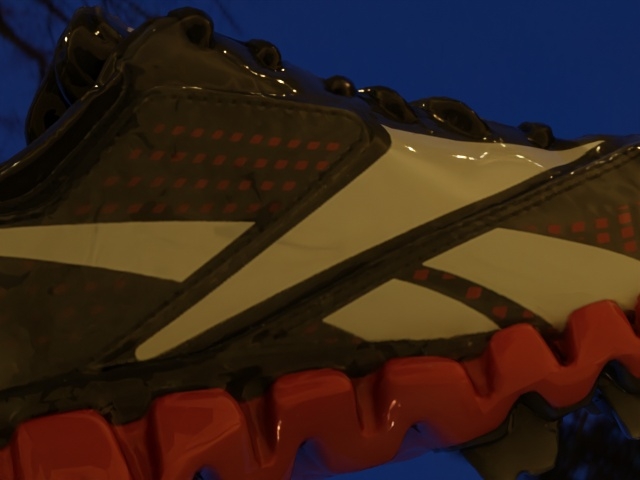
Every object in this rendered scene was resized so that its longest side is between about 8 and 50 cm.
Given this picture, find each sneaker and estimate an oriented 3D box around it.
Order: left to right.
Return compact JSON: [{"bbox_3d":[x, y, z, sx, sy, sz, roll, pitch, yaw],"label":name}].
[{"bbox_3d":[0.000,0.000,0.420,0.276,0.097,0.135,-14,-97,-19],"label":"sneaker"}]
